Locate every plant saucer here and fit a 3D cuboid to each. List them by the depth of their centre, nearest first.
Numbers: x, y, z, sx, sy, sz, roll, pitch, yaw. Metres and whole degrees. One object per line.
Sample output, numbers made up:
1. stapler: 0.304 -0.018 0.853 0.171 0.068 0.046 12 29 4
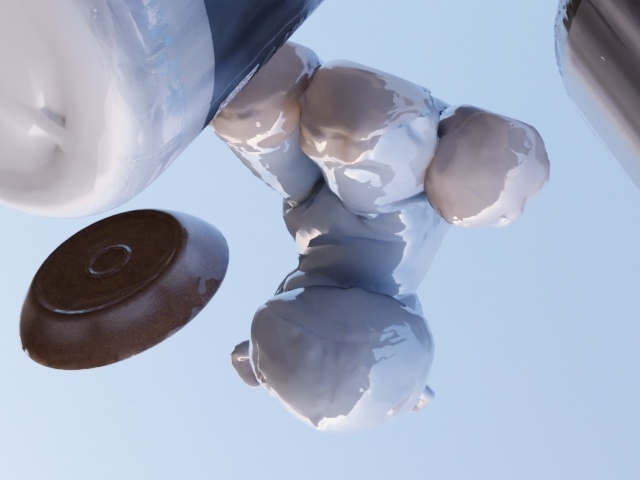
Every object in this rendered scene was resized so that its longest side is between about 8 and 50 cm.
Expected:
1. plant saucer: -0.176 0.030 1.019 0.198 0.036 0.199 -15 -144 11

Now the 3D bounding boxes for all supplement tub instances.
1. supplement tub: -0.066 -0.188 0.545 0.207 0.207 0.338 -17 -152 51

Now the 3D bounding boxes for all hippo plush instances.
1. hippo plush: 0.000 0.000 0.808 0.294 0.234 0.237 -99 -152 -82

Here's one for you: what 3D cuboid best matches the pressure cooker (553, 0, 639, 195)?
1. pressure cooker: 0.424 -0.097 0.925 0.420 0.375 0.370 61 -26 32
